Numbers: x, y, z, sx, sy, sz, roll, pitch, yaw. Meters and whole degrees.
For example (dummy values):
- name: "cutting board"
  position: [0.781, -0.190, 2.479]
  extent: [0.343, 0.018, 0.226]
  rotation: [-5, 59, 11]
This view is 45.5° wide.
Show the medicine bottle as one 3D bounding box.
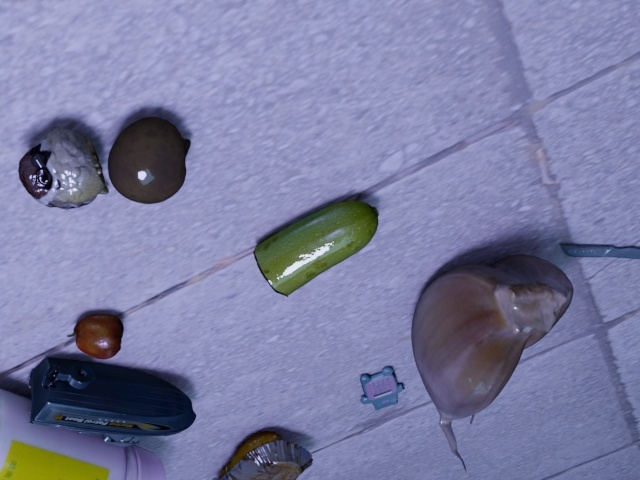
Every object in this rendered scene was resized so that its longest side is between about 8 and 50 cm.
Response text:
- name: "medicine bottle"
  position: [-0.467, 0.401, 1.311]
  extent: [0.213, 0.213, 0.379]
  rotation: [-35, 136, 20]

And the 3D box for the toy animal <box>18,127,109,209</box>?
- name: "toy animal"
  position: [-0.313, -0.077, 0.937]
  extent: [0.098, 0.098, 0.137]
  rotation: [-12, 160, -5]

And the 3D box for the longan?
- name: "longan"
  position: [-0.209, -0.099, 0.943]
  extent: [0.113, 0.092, 0.113]
  rotation: [-26, 130, -35]

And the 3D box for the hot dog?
- name: "hot dog"
  position: [-0.127, 0.487, 1.617]
  extent: [0.163, 0.082, 0.270]
  rotation: [18, 135, -25]

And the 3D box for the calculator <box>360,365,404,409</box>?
- name: "calculator"
  position: [0.123, 0.302, 1.539]
  extent: [0.094, 0.019, 0.141]
  rotation: [-20, 138, 0]

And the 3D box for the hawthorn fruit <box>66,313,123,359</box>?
- name: "hawthorn fruit"
  position: [-0.343, 0.147, 1.184]
  extent: [0.077, 0.077, 0.077]
  rotation: [-9, 138, -8]

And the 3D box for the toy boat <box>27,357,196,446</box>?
- name: "toy boat"
  position: [-0.344, 0.280, 1.291]
  extent: [0.296, 0.114, 0.122]
  rotation: [19, 121, -33]

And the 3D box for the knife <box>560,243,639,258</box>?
- name: "knife"
  position: [0.513, 0.020, 1.361]
  extent: [0.210, 0.015, 0.028]
  rotation: [2, 142, -19]

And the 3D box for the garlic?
- name: "garlic"
  position: [0.294, 0.171, 1.293]
  extent: [0.231, 0.246, 0.340]
  rotation: [-4, 123, -30]

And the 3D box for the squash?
- name: "squash"
  position: [0.000, 0.000, 1.123]
  extent: [0.188, 0.095, 0.095]
  rotation: [-33, 136, 12]
